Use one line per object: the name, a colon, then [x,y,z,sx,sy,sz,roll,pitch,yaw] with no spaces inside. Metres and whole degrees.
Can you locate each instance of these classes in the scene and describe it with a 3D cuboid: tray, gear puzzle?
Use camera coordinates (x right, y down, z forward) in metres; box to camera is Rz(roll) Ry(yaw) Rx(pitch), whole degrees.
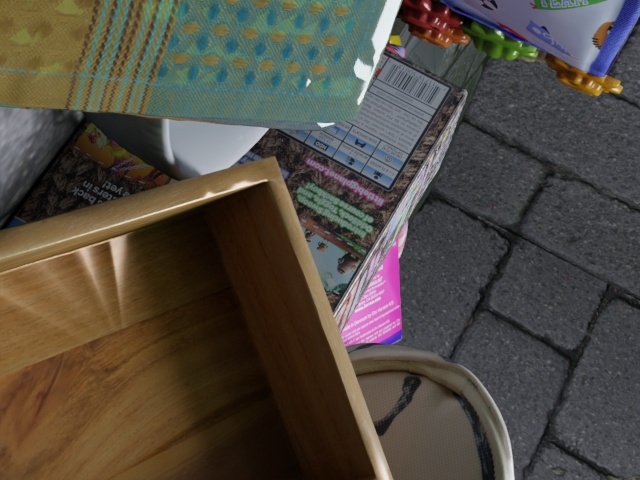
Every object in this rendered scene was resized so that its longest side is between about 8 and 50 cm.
tray: [-0.144,0.103,0.526,0.076,0.203,0.411,-20,180,41]
gear puzzle: [0.161,-0.217,1.255,0.175,0.339,0.044,2,110,-81]

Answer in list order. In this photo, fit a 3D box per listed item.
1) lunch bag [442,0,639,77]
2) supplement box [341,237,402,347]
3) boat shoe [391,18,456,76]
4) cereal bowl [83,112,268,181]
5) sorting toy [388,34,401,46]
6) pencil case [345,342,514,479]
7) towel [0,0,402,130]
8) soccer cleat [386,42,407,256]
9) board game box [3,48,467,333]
lunch bag: [0.180,-0.346,1.012,0.239,0.327,0.385,-55,168,-31]
supplement box: [0.000,0.000,1.105,0.114,0.111,0.220,-23,117,-45]
boat shoe: [0.146,-0.314,1.720,0.118,0.103,0.320,45,65,-40]
cereal bowl: [-0.055,-0.209,0.658,0.339,0.141,0.339,-60,171,-15]
sorting toy: [0.020,-0.086,1.239,0.229,0.041,0.307,30,76,-54]
pencil case: [0.049,0.173,0.886,0.410,0.160,0.184,64,42,-81]
towel: [-0.083,-0.164,0.400,0.370,0.040,0.271,-3,127,-42]
soccer cleat: [0.063,-0.080,1.198,0.095,0.083,0.248,-31,123,-52]
board game box: [-0.062,-0.028,0.896,0.291,0.232,0.141,-57,171,-21]
